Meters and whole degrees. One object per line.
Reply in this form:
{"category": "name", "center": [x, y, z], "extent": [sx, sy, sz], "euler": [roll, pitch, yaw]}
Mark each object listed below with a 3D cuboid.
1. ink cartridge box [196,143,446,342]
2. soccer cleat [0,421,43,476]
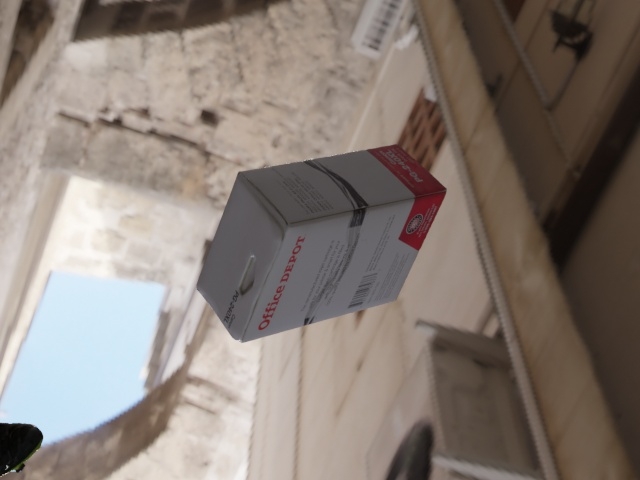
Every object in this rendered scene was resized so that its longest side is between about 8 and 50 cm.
{"category": "ink cartridge box", "center": [0.000, 0.000, 0.843], "extent": [0.150, 0.109, 0.063], "euler": [-12, -132, -40]}
{"category": "soccer cleat", "center": [-0.333, 0.186, 1.093], "extent": [0.179, 0.072, 0.060], "euler": [-14, -151, 22]}
